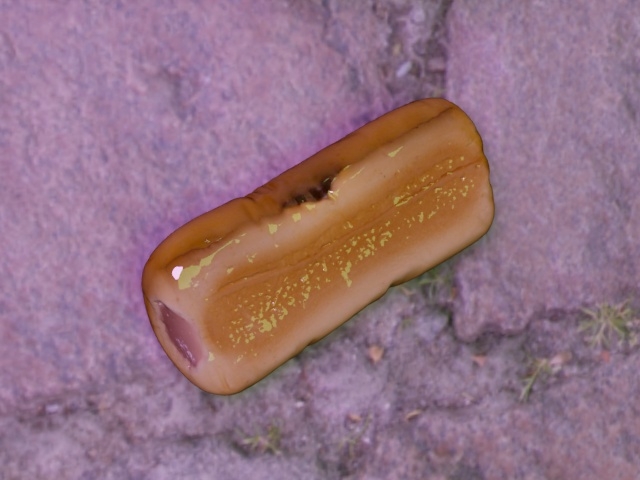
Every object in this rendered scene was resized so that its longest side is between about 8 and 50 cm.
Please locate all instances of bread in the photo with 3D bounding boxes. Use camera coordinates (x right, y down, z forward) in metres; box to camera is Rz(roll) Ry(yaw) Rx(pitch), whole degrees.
[{"bbox_3d":[0.000,0.000,1.348,0.305,0.091,0.142,-30,117,-19],"label":"bread"}]
